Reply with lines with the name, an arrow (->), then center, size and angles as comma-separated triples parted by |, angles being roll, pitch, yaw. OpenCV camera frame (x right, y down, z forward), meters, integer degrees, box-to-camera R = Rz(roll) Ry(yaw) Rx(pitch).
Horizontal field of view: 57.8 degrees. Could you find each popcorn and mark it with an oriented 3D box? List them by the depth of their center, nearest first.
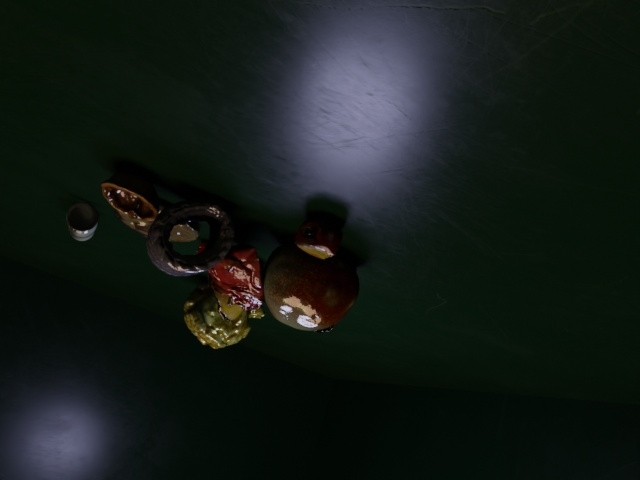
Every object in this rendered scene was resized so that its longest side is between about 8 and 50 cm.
popcorn -> -0.435, 0.330, 2.540 | 0.335, 0.279, 0.274 | 32, 138, -8

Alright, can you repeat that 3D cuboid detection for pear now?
pear -> -0.285, 0.145, 2.083 | 0.178, 0.267, 0.267 | -23, 150, 8

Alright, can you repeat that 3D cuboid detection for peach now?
peach -> 0.003, -0.006, 1.555 | 0.127, 0.092, 0.172 | 15, 172, 17

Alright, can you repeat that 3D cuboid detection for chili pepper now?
chili pepper -> -0.365, 0.050, 2.008 | 0.123, 0.073, 0.070 | 16, 155, 16

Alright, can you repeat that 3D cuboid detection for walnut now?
walnut -> -0.515, -0.135, 1.612 | 0.167, 0.087, 0.211 | 24, 158, -3

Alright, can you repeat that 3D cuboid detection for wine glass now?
wine glass -> -0.842, -0.061, 2.047 | 0.103, 0.103, 0.231 | 23, 163, -18

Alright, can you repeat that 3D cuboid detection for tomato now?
tomato -> -0.037, 0.147, 1.771 | 0.303, 0.239, 0.303 | 17, 159, 7

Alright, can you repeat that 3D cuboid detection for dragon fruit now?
dragon fruit -> -0.273, 0.123, 1.788 | 0.152, 0.205, 0.317 | -14, -177, -16

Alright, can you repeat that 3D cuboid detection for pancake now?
pancake -> -0.530, -0.066, 1.867 | 0.294, 0.049, 0.294 | 12, 157, 5

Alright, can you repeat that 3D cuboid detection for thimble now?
thimble -> -0.366, -0.010, 1.621 | 0.205, 0.236, 0.172 | 50, 158, -10
